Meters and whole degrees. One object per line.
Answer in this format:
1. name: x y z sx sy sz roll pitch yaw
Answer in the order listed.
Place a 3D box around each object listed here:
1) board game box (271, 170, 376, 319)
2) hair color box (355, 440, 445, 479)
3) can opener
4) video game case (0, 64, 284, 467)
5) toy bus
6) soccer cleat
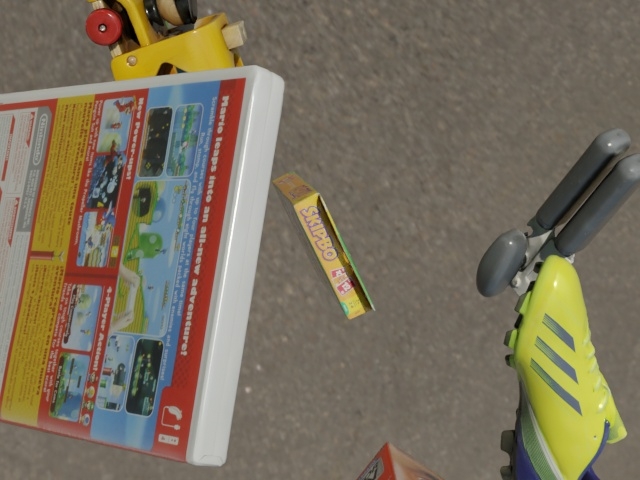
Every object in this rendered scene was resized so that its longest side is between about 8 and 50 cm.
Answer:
1. board game box: 0.000 0.000 1.164 0.039 0.259 0.124 -27 101 -5
2. hair color box: 0.053 0.149 0.429 0.093 0.167 0.053 36 97 -9
3. can opener: 0.270 -0.014 1.313 0.095 0.076 0.283 -21 156 -31
4. video game case: -0.145 0.009 0.660 0.025 0.285 0.204 17 78 -47
5. toy bus: -0.107 -0.141 0.884 0.104 0.191 0.202 -16 153 8
6. soccer cleat: 0.243 0.141 1.103 0.121 0.093 0.289 13 125 25
